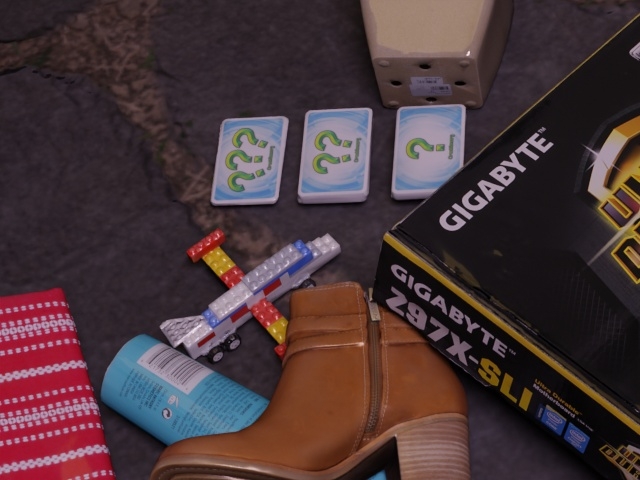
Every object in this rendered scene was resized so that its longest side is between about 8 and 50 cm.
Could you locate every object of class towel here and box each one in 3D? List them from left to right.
[{"bbox_3d":[-0.212,0.155,0.952,0.199,0.031,0.275,-6,60,-25],"label":"towel"}]

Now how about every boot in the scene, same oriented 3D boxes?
[{"bbox_3d":[-0.009,0.092,0.971,0.197,0.073,0.152,5,53,-19],"label":"boot"}]

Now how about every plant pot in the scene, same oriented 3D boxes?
[{"bbox_3d":[0.081,-0.153,1.174,0.109,0.109,0.096,1,64,10],"label":"plant pot"}]

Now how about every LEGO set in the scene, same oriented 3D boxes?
[{"bbox_3d":[0.000,0.000,1.091,0.182,0.060,0.244,-1,56,12],"label":"LEGO set"}]

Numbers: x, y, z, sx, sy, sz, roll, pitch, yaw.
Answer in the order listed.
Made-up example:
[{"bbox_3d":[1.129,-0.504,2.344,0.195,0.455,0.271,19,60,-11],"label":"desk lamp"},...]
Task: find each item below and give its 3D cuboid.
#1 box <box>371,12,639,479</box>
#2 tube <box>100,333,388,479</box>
[{"bbox_3d":[0.232,-0.002,0.994,0.257,0.079,0.322,39,59,19],"label":"box"},{"bbox_3d":[-0.040,0.127,1.008,0.207,0.052,0.080,28,64,21],"label":"tube"}]
